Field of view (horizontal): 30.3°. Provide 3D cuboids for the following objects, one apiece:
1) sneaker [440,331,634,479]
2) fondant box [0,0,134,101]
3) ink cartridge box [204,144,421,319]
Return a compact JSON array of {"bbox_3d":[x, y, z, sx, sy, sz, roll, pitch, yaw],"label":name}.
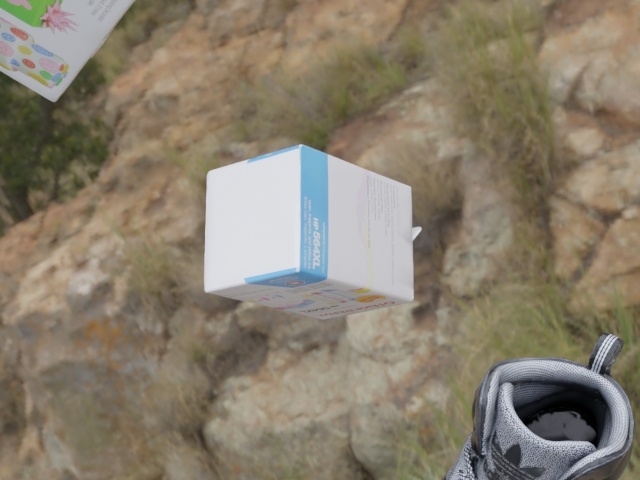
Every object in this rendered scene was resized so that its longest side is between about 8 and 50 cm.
[{"bbox_3d":[0.090,0.161,0.668,0.101,0.153,0.268,32,59,22],"label":"sneaker"},{"bbox_3d":[-0.314,-0.280,0.999,0.238,0.330,0.096,-31,32,56],"label":"fondant box"},{"bbox_3d":[0.000,0.000,0.843,0.092,0.143,0.090,-13,69,40],"label":"ink cartridge box"}]
